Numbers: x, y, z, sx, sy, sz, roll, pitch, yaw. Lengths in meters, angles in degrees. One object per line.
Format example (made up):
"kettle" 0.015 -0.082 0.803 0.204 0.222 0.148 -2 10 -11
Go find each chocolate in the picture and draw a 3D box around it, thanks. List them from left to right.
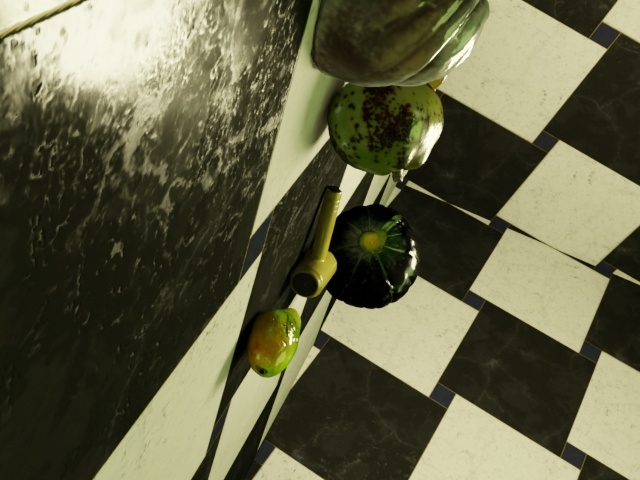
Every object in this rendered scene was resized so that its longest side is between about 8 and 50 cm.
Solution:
"chocolate" 0.140 -0.352 1.081 0.303 0.213 0.303 -63 173 -14

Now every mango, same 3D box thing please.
"mango" -0.097 0.207 1.599 0.125 0.111 0.233 -64 176 27

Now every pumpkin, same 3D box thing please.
"pumpkin" 0.129 0.060 2.049 0.296 0.296 0.295 24 90 -83

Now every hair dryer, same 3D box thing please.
"hair dryer" 0.000 0.000 1.806 0.135 0.090 0.278 -49 156 -61

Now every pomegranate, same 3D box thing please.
"pomegranate" 0.130 -0.256 1.361 0.222 0.204 0.276 -16 128 -61

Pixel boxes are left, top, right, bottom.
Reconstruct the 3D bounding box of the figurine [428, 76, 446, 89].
"figurine" 0.245 -0.452 1.751 0.275 0.158 0.161 -58 174 -49

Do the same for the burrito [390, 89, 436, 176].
"burrito" 0.269 -0.379 2.288 0.190 0.135 0.331 -59 170 -49
